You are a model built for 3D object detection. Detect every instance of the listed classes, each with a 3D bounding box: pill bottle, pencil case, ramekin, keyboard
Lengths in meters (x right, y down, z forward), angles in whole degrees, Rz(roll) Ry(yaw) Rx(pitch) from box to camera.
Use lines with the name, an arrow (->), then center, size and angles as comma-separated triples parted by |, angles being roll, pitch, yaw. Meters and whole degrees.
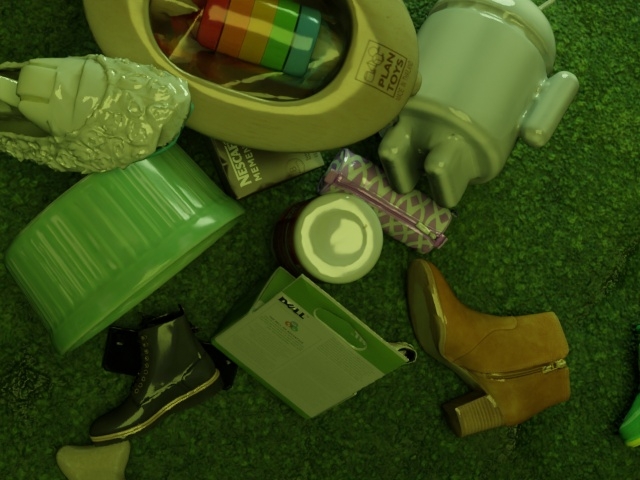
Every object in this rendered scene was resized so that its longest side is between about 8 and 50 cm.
pill bottle -> 0.000, 0.000, 1.469 | 0.121, 0.221, 0.121 | 0, 88, -14
pencil case -> 0.095, -0.054, 1.562 | 0.206, 0.088, 0.086 | 29, 113, -9
ramekin -> -0.259, -0.001, 1.377 | 0.303, 0.303, 0.148 | -39, 91, -11
keyboard -> -0.210, 0.153, 1.524 | 0.192, 0.038, 0.100 | 12, 110, -14

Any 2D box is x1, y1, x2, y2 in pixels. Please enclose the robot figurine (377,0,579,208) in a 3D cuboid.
robot figurine -> 0.209, -0.222, 1.518 | 0.300, 0.199, 0.353 | 22, 69, 22

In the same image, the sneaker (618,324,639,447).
sneaker -> 0.541, 0.189, 1.672 | 0.124, 0.109, 0.295 | 29, 84, 12

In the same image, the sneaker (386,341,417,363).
sneaker -> 0.093, 0.167, 1.583 | 0.109, 0.044, 0.040 | 0, 92, -12

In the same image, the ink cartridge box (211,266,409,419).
ink cartridge box -> -0.003, 0.122, 1.446 | 0.189, 0.255, 0.097 | 40, 49, -11

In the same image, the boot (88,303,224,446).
boot -> -0.250, 0.185, 1.471 | 0.198, 0.077, 0.137 | -28, 110, -17

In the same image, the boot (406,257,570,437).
boot -> 0.260, 0.137, 1.603 | 0.211, 0.104, 0.295 | -20, 99, -18

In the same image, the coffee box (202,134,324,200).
coffee box -> -0.109, -0.192, 1.508 | 0.141, 0.098, 0.246 | -22, 94, -11

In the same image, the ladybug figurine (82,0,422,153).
ladybug figurine -> -0.085, -0.267, 1.380 | 0.449, 0.162, 0.305 | 21, 85, -10

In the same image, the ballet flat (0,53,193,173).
ballet flat -> -0.346, -0.161, 1.275 | 0.147, 0.409, 0.146 | -7, 99, -56

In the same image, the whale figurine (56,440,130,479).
whale figurine -> -0.292, 0.412, 1.463 | 0.216, 0.141, 0.272 | -12, 68, -13
